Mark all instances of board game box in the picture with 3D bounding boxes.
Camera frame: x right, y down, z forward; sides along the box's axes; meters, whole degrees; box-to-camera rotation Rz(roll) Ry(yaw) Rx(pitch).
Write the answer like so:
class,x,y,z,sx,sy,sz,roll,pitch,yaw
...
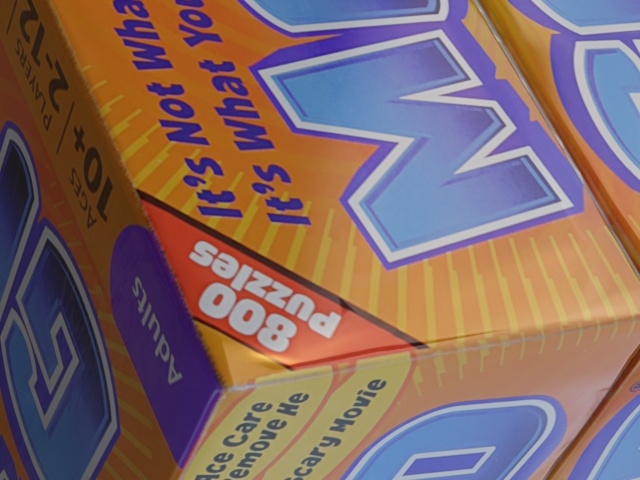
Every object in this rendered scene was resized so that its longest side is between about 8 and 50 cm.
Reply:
class,x,y,z,sx,sy,sz,roll,pitch,yaw
board game box,0.000,0.000,0.877,0.356,0.356,0.356,63,-35,30
